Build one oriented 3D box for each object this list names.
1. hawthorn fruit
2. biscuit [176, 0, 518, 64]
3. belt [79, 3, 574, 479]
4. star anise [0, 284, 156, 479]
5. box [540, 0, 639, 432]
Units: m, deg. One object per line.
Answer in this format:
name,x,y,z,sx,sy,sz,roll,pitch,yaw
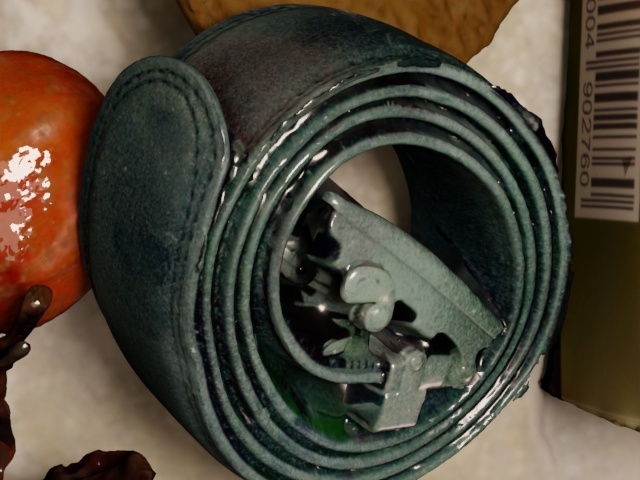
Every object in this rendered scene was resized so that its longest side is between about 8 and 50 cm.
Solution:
hawthorn fruit,-0.141,-0.023,0.788,0.128,0.128,0.128,-1,95,-16
biscuit,0.027,-0.182,0.807,0.262,0.037,0.262,-23,127,-34
belt,0.000,0.000,0.786,0.206,0.116,0.267,-45,135,-8
star anise,-0.165,0.141,0.786,0.220,0.126,0.190,-26,97,10
box,0.336,-0.088,0.909,0.420,0.138,0.373,2,94,-16
